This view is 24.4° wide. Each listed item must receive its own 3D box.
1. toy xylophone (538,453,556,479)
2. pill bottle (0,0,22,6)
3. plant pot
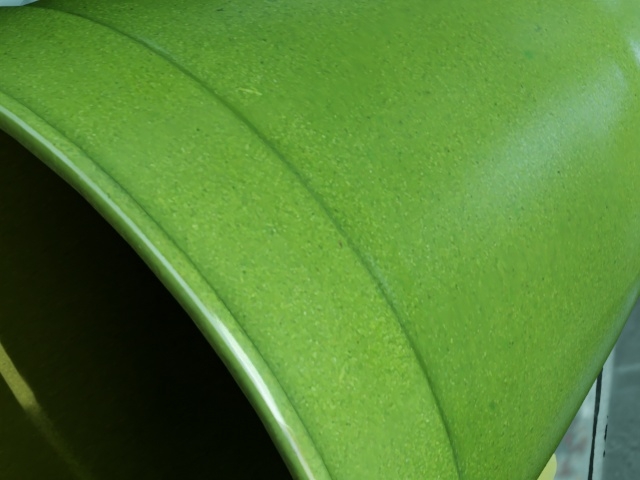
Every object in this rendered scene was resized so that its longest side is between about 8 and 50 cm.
[{"bbox_3d":[0.057,0.149,0.965,0.236,0.081,0.322,-2,108,-35],"label":"toy xylophone"},{"bbox_3d":[-0.224,-0.138,0.632,0.187,0.112,0.112,-2,108,-36],"label":"pill bottle"},{"bbox_3d":[0.000,0.000,0.725,0.353,0.367,0.366,-37,126,-33],"label":"plant pot"}]
